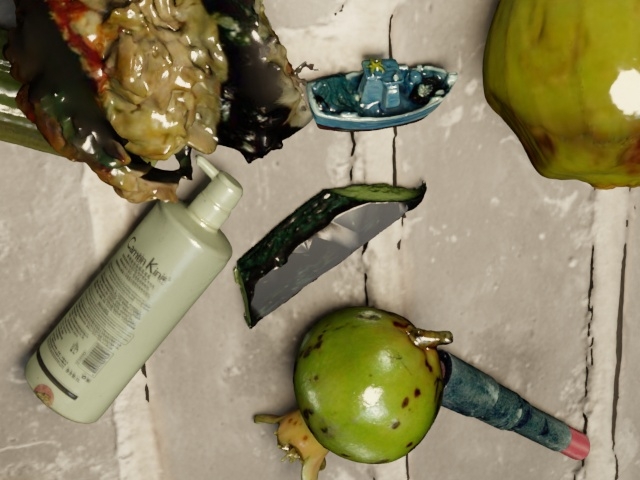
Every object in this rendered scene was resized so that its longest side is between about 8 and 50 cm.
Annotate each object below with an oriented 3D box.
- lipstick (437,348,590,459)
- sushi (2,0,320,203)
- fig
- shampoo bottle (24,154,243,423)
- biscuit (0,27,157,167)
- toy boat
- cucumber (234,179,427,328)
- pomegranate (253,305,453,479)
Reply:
[{"bbox_3d":[0.199,0.178,1.709,0.234,0.053,0.053,27,108,-33],"label":"lipstick"},{"bbox_3d":[-0.135,-0.147,1.294,0.219,0.238,0.225,-30,137,-7],"label":"sushi"},{"bbox_3d":[0.259,-0.179,1.419,0.239,0.239,0.271,8,86,-23],"label":"fig"},{"bbox_3d":[-0.158,0.045,1.481,0.085,0.085,0.262,32,106,-32],"label":"shampoo bottle"},{"bbox_3d":[-0.265,-0.126,1.368,0.322,0.038,0.099,16,111,-27],"label":"biscuit"},{"bbox_3d":[0.055,-0.132,1.461,0.137,0.060,0.061,-4,143,-13],"label":"toy boat"},{"bbox_3d":[0.000,0.000,1.536,0.220,0.046,0.070,-38,117,6],"label":"cucumber"},{"bbox_3d":[0.035,0.157,1.583,0.156,0.156,0.220,5,136,-22],"label":"pomegranate"}]
